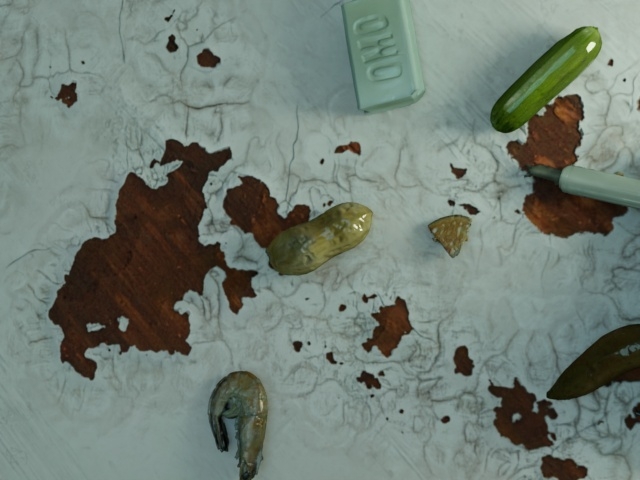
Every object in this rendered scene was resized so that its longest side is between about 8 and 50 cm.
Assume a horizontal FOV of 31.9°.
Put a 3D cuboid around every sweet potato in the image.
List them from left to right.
[{"bbox_3d":[0.531,0.186,1.809,0.346,0.079,0.108,-9,111,17],"label":"sweet potato"}]

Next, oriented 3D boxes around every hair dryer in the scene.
[{"bbox_3d":[0.499,-0.095,1.836,0.357,0.107,0.173,15,88,26],"label":"hair dryer"}]

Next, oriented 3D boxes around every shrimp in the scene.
[{"bbox_3d":[-0.155,0.351,2.053,0.126,0.047,0.223,-2,80,26],"label":"shrimp"}]

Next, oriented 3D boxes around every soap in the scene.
[{"bbox_3d":[0.112,-0.336,2.001,0.119,0.066,0.198,-12,82,20],"label":"soap"}]

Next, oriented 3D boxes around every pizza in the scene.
[{"bbox_3d":[0.228,-0.006,1.954,0.083,0.025,0.078,-7,79,26],"label":"pizza"}]

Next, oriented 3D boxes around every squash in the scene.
[{"bbox_3d":[0.382,-0.274,1.899,0.239,0.069,0.069,-43,74,12],"label":"squash"}]

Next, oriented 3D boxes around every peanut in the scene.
[{"bbox_3d":[0.000,0.000,2.008,0.214,0.099,0.099,-25,78,11],"label":"peanut"}]

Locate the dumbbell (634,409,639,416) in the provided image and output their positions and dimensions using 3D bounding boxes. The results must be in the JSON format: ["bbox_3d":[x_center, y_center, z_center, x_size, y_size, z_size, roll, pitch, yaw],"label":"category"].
[{"bbox_3d":[0.573,0.302,1.784,0.147,0.069,0.069,20,93,20],"label":"dumbbell"}]
